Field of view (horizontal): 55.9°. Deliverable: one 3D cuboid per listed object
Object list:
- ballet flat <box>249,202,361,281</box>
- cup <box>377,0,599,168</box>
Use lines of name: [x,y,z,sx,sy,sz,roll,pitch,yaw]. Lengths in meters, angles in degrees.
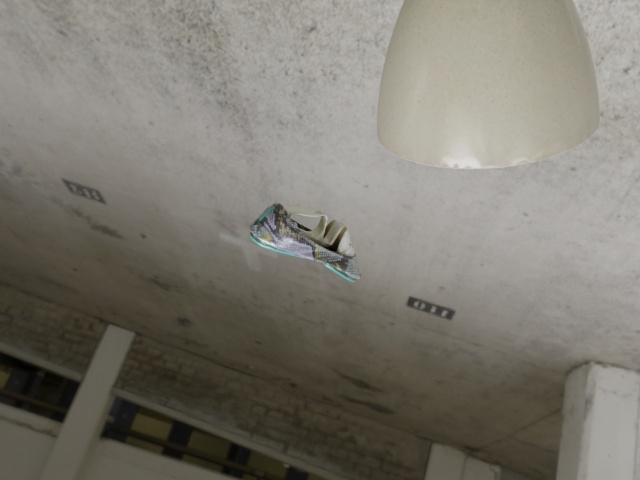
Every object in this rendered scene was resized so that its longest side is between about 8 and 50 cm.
ballet flat: [0.000,0.000,0.443,0.041,0.041,0.114,-5,159,42]
cup: [0.236,-0.282,0.877,0.331,0.331,0.237,7,125,24]
